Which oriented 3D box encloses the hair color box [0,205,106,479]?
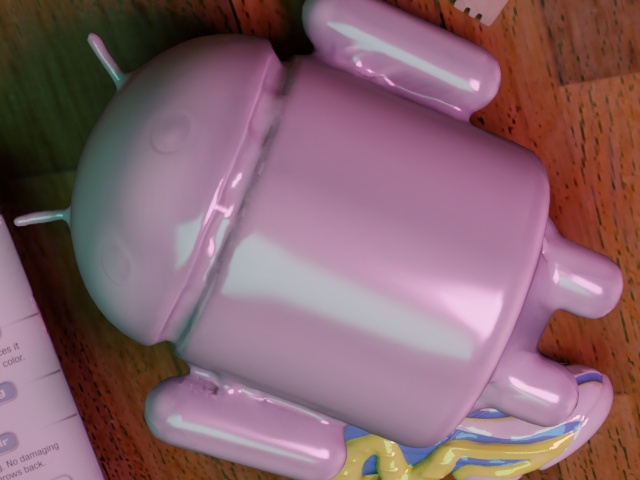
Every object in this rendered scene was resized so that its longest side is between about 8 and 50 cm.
[{"bbox_3d":[-0.256,0.142,1.344,0.185,0.113,0.374,-21,123,-8],"label":"hair color box"}]

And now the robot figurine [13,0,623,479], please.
[{"bbox_3d":[0.000,0.000,1.188,0.353,0.200,0.300,23,88,-7],"label":"robot figurine"}]

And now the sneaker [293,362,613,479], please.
[{"bbox_3d":[0.070,0.104,1.317,0.240,0.091,0.126,-17,119,20],"label":"sneaker"}]

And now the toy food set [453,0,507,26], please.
[{"bbox_3d":[0.045,-0.206,1.138,0.192,0.038,0.132,27,124,-10],"label":"toy food set"}]
